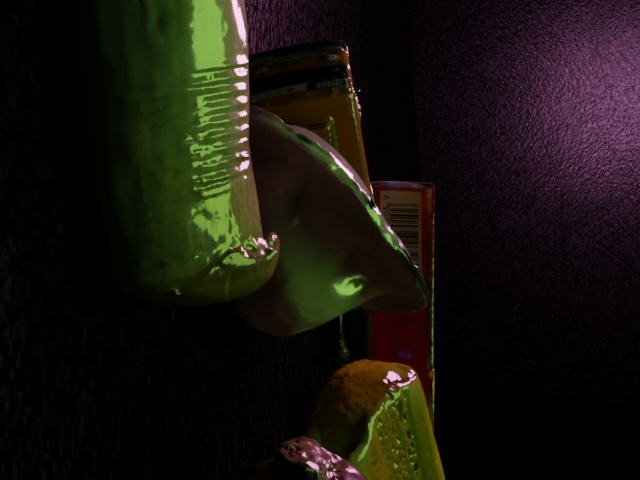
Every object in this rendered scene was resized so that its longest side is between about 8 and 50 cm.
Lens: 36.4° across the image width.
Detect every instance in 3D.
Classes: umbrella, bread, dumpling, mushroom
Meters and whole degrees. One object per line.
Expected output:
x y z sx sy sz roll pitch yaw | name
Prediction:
0.027 0.187 1.129 0.044 0.044 0.268 22 -64 59 | umbrella
0.062 0.291 1.025 0.166 0.112 0.383 -47 135 -36 | bread
0.000 0.000 0.692 0.142 0.173 0.247 -59 151 -21 | dumpling
-0.085 -0.127 0.482 0.123 0.095 0.351 -39 124 -56 | mushroom

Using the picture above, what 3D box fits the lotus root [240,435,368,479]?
-0.007 0.260 0.630 0.146 0.131 0.303 -37 124 -50 | lotus root

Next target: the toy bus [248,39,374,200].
-0.005 -0.058 0.833 0.114 0.098 0.200 -96 176 -59 | toy bus

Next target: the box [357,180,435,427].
0.091 0.105 1.201 0.197 0.089 0.313 96 -3 -75 | box
